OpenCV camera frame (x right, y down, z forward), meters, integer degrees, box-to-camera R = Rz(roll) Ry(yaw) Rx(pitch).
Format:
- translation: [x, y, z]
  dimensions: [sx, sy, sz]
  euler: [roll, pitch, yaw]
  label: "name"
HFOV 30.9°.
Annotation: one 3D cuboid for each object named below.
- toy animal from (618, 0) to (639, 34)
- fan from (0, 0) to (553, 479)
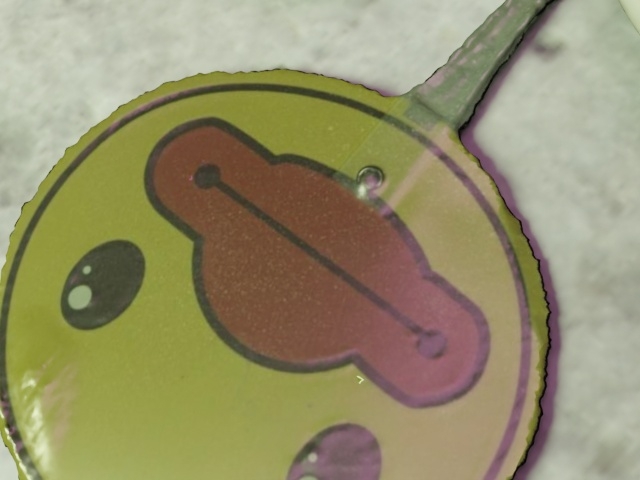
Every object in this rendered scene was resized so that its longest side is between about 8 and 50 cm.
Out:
- translation: [0.268, -0.163, 0.367]
  dimensions: [0.357, 0.194, 0.258]
  euler: [-1, 90, 20]
  label: "toy animal"
- translation: [0.000, 0.000, 0.449]
  dimensions: [0.229, 0.011, 0.335]
  euler: [35, 79, 23]
  label: "fan"
